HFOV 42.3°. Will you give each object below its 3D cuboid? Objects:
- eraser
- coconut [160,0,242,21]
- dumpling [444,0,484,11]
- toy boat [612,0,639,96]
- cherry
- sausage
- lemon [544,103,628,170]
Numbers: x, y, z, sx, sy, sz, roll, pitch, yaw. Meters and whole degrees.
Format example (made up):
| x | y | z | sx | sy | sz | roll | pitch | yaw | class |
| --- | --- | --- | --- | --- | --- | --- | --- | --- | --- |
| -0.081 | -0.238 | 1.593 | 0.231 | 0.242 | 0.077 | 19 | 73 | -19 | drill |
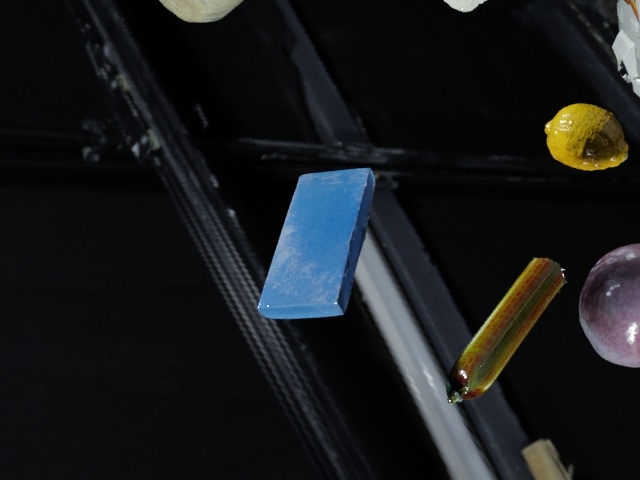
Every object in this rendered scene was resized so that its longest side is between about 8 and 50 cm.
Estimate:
| x | y | z | sx | sy | sz | roll | pitch | yaw | class |
| --- | --- | --- | --- | --- | --- | --- | --- | --- | --- |
| 0.000 | 0.000 | 1.392 | 0.042 | 0.144 | 0.312 | 64 | -150 | -41 | eraser |
| -0.178 | -0.464 | 1.307 | 0.224 | 0.224 | 0.224 | 22 | -137 | -22 | coconut |
| 0.223 | -0.438 | 1.292 | 0.111 | 0.155 | 0.181 | 26 | -120 | -15 | dumpling |
| 0.594 | -0.400 | 1.552 | 0.129 | 0.088 | 0.295 | -105 | -9 | -45 | toy boat |
| 0.538 | 0.107 | 1.375 | 0.266 | 0.213 | 0.183 | -87 | -24 | -63 | cherry |
| 0.306 | 0.158 | 1.391 | 0.082 | 0.082 | 0.371 | 45 | -130 | 4 | sausage |
| 0.579 | -0.222 | 1.797 | 0.187 | 0.142 | 0.142 | 29 | -145 | 21 | lemon |
